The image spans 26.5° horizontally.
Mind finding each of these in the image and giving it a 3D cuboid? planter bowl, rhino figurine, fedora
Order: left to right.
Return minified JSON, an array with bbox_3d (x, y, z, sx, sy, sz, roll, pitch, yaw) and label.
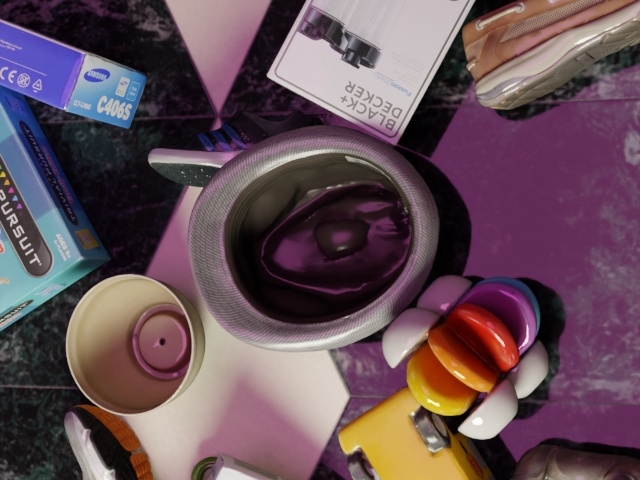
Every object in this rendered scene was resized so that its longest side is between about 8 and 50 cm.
[{"bbox_3d":[-0.202,0.120,1.597,0.162,0.109,0.162,0,89,18],"label":"planter bowl"},{"bbox_3d":[0.000,0.000,1.525,0.275,0.124,0.243,-24,83,8],"label":"fedora"},{"bbox_3d":[0.313,0.265,1.427,0.243,0.106,0.073,3,121,17],"label":"rhino figurine"}]

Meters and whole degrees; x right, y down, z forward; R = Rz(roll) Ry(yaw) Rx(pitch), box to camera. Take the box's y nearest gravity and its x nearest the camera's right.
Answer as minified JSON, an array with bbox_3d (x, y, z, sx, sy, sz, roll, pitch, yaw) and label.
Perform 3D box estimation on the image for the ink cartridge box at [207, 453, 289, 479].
[{"bbox_3d":[-0.076,0.377,1.538,0.181,0.056,0.224,24,94,-10],"label":"ink cartridge box"}]

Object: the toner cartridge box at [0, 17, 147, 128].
[{"bbox_3d":[-0.400,-0.236,1.647,0.348,0.165,0.075,22,95,17],"label":"toner cartridge box"}]

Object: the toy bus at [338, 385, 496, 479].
[{"bbox_3d":[0.156,0.318,1.459,0.108,0.130,0.332,-35,78,15],"label":"toy bus"}]

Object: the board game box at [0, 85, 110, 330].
[{"bbox_3d":[-0.467,0.001,1.706,0.336,0.079,0.254,-33,79,15],"label":"board game box"}]

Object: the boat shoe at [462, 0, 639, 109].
[{"bbox_3d":[0.294,-0.258,1.441,0.324,0.123,0.116,-27,78,14],"label":"boat shoe"}]

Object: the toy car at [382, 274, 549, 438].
[{"bbox_3d":[0.169,0.103,1.432,0.159,0.182,0.136,42,133,8],"label":"toy car"}]

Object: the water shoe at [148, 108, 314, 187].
[{"bbox_3d":[-0.102,-0.111,1.603,0.203,0.073,0.080,0,66,15],"label":"water shoe"}]

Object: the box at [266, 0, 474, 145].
[{"bbox_3d":[0.081,-0.269,1.502,0.169,0.087,0.290,29,98,-4],"label":"box"}]

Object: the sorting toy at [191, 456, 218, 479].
[{"bbox_3d":[-0.131,0.309,1.608,0.061,0.042,0.102,0,76,3],"label":"sorting toy"}]

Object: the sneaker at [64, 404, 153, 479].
[{"bbox_3d":[-0.253,0.325,1.617,0.121,0.099,0.262,-35,77,19],"label":"sneaker"}]
